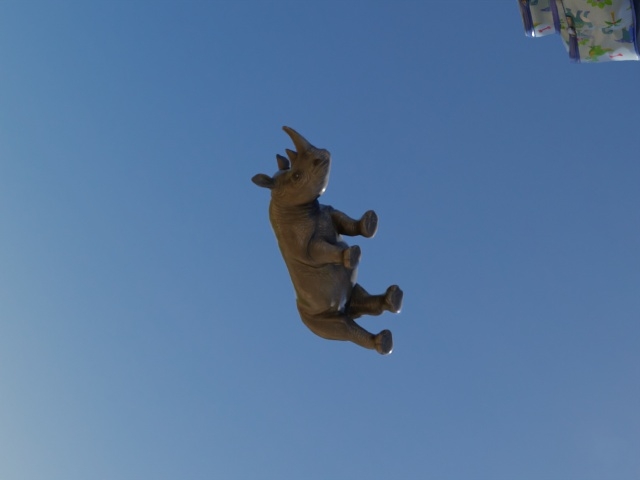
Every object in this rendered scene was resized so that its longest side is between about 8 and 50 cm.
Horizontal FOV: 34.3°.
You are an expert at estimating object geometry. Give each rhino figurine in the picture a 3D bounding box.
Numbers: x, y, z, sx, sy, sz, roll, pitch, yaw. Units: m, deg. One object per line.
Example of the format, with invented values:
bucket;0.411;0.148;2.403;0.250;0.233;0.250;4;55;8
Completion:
rhino figurine;0.000;0.000;1.000;0.106;0.073;0.243;3;-55;37

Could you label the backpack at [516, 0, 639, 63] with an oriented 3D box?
backpack;0.167;-0.171;0.658;0.084;0.105;0.114;-4;-37;23
